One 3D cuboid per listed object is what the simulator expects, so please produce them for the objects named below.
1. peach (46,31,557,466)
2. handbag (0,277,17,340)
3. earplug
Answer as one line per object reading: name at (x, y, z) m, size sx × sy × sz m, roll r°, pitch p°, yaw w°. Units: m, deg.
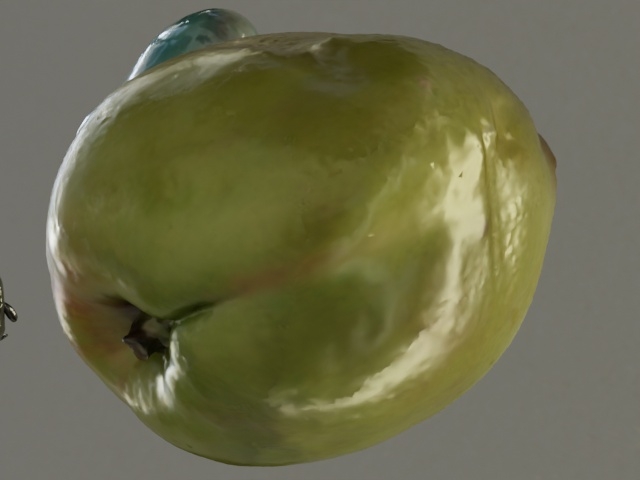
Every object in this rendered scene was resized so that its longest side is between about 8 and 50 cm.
peach at (-0.008, 0.002, 1.061) m, size 0.314 × 0.315 × 0.281 m, roll -2°, pitch -72°, yaw 45°
handbag at (-0.349, 0.063, 1.667) m, size 0.072 × 0.047 × 0.111 m, roll 17°, pitch -58°, yaw 13°
earplug at (-0.151, -0.159, 1.823) m, size 0.324 × 0.185 × 0.185 m, roll 131°, pitch -38°, yaw -57°
